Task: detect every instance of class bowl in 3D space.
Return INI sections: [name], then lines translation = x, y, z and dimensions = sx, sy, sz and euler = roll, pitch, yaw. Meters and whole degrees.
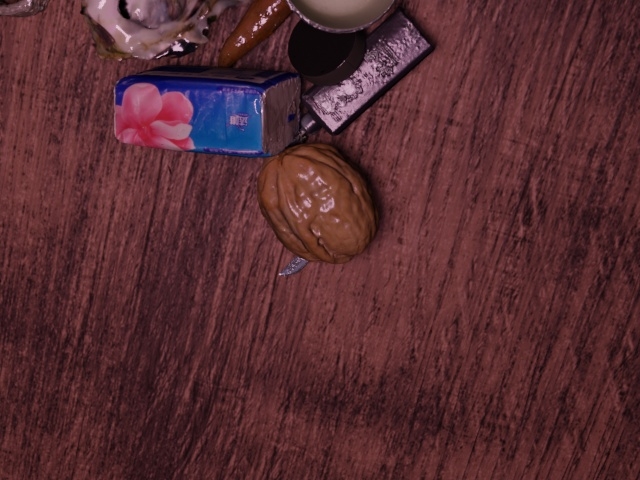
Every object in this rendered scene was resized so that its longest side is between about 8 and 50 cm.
[bowl]
translation = 0.029, -0.448, 1.387
dimensions = 0.212, 0.112, 0.211
euler = -1, 105, -5

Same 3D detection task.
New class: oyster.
[oyster]
translation = -0.275, -0.437, 1.468
dimensions = 0.351, 0.114, 0.238
euler = -39, 108, 17

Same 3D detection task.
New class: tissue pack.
[tissue pack]
translation = -0.186, -0.222, 1.445
dimensions = 0.270, 0.209, 0.137
euler = 5, 112, 14

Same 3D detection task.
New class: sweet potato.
[sweet potato]
translation = -0.081, -0.410, 1.485
dimensions = 0.072, 0.066, 0.314
euler = 41, 106, 10

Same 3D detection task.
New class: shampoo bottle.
[shampoo bottle]
translation = 0.056, -0.274, 1.511
dimensions = 0.309, 0.071, 0.098
euler = -40, 96, 15

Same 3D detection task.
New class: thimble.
[thimble]
translation = -0.543, -0.444, 1.488
dimensions = 0.115, 0.090, 0.102
euler = 21, 102, -1

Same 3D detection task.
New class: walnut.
[walnut]
translation = -0.003, -0.063, 1.498
dimensions = 0.198, 0.198, 0.245
euler = -29, 113, 10

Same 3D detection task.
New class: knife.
[knife]
translation = 0.000, 0.000, 1.614
dimensions = 0.028, 0.015, 0.210
euler = 42, 102, -11

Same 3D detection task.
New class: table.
[table]
translation = 0.010, -0.339, 1.472
dimensions = 0.134, 0.043, 0.133
euler = -7, 74, 26
